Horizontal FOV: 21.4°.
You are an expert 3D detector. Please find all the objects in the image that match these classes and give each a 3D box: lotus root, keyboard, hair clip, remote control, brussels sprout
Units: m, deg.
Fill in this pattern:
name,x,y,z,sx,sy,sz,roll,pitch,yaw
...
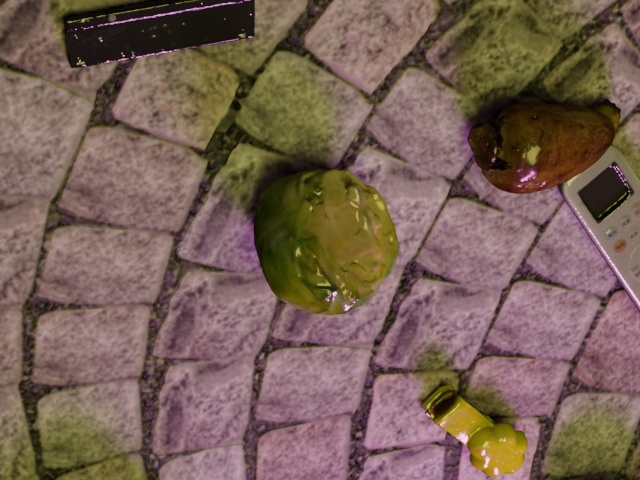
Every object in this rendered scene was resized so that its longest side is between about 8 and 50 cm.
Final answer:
name,x,y,z,sx,sy,sz,roll,pitch,yaw
lotus root,0.261,-0.110,1.875,0.191,0.094,0.108,-11,155,-23
keyboard,-0.157,-0.212,1.671,0.196,0.018,0.060,-12,128,-19
hair clip,0.196,0.234,2.056,0.072,0.046,0.173,-42,127,6
remote control,0.374,0.002,2.017,0.090,0.038,0.309,-39,125,-1
brussels sprout,-0.004,0.003,1.798,0.149,0.122,0.151,26,68,-40
